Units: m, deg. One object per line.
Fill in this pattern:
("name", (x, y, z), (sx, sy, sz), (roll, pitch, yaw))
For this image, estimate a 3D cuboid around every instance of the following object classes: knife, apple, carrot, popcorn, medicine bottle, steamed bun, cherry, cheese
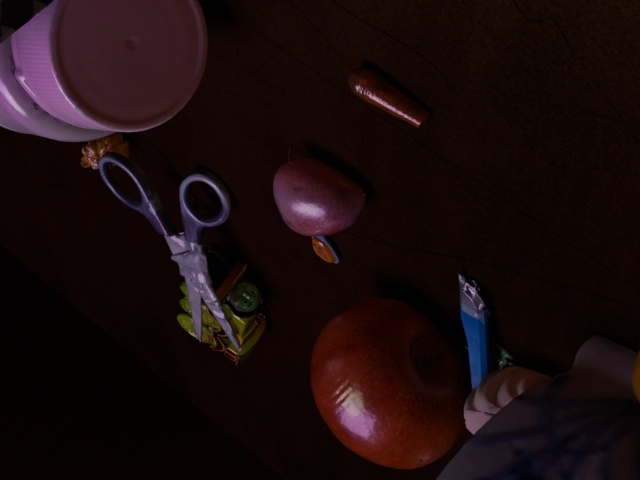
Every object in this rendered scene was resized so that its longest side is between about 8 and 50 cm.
("knife", (0.201, 0.139, 1.879), (0.044, 0.026, 0.296), (29, 151, 28))
("apple", (0.100, 0.190, 1.980), (0.235, 0.210, 0.173), (36, 136, -11))
("carrot", (0.069, -0.148, 1.518), (0.093, 0.032, 0.032), (35, 161, 13))
("popcorn", (-0.345, -0.141, 2.342), (0.082, 0.083, 0.057), (-133, 18, -72))
("medicine bottle", (-0.289, -0.236, 1.722), (0.302, 0.241, 0.241), (14, 147, 56))
("steamed bun", (0.274, 0.231, 1.855), (0.183, 0.106, 0.183), (37, 158, 17))
("cherry", (-0.008, -0.053, 1.811), (0.106, 0.087, 0.126), (46, 166, -26))
("cheese", (0.001, -0.001, 2.034), (0.047, 0.017, 0.111), (28, 157, 31))

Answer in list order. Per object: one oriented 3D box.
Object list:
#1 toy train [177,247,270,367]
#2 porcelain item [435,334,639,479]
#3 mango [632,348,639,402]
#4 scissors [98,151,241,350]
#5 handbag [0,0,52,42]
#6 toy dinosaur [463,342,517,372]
("toy train", (-0.163, 0.114, 2.527), (0.160, 0.100, 0.296), (33, 160, 6))
("porcelain item", (0.243, 0.302, 1.587), (0.242, 0.405, 0.178), (25, 158, 43))
("mango", (0.386, 0.138, 1.293), (0.211, 0.173, 0.317), (44, 169, -5))
("scissors", (-0.211, 0.028, 2.331), (0.256, 0.029, 0.383), (14, 136, 32))
("handbag", (-0.393, -0.316, 1.497), (0.317, 0.416, 0.180), (31, 156, 42))
("toy dinosaur", (0.220, 0.149, 1.914), (0.083, 0.021, 0.062), (31, 153, 22))
